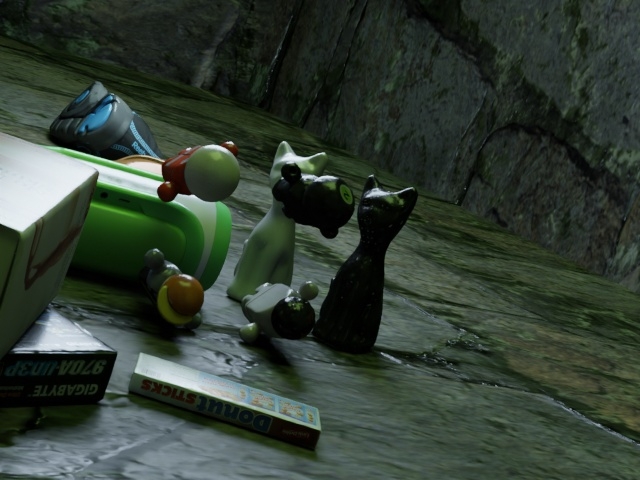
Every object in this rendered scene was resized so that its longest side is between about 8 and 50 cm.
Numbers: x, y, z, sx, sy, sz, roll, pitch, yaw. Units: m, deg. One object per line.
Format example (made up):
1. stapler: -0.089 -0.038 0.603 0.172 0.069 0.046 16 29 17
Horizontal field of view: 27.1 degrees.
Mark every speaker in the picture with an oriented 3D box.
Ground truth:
1. speaker: -0.258 -0.026 1.522 0.297 0.131 0.131 15 11 -24

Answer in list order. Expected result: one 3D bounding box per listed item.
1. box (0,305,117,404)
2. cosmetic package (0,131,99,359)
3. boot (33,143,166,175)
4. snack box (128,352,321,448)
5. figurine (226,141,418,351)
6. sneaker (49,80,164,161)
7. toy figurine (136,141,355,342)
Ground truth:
1. box: -0.305 0.077 1.094 0.175 0.051 0.220 27 13 35
2. cosmetic package: -0.284 -0.002 1.035 0.153 0.129 0.296 20 11 -5
3. boot: -0.270 -0.052 1.696 0.284 0.109 0.220 19 11 -18
4. snack box: -0.087 0.147 1.221 0.178 0.022 0.064 18 9 -6
5. figurine: 0.000 0.000 1.634 0.215 0.209 0.092 24 11 25
6. sneaker: -0.367 -0.179 2.268 0.139 0.125 0.341 45 -3 -23
7. toy figurine: -0.084 0.005 1.447 0.213 0.209 0.148 16 -1 -23
